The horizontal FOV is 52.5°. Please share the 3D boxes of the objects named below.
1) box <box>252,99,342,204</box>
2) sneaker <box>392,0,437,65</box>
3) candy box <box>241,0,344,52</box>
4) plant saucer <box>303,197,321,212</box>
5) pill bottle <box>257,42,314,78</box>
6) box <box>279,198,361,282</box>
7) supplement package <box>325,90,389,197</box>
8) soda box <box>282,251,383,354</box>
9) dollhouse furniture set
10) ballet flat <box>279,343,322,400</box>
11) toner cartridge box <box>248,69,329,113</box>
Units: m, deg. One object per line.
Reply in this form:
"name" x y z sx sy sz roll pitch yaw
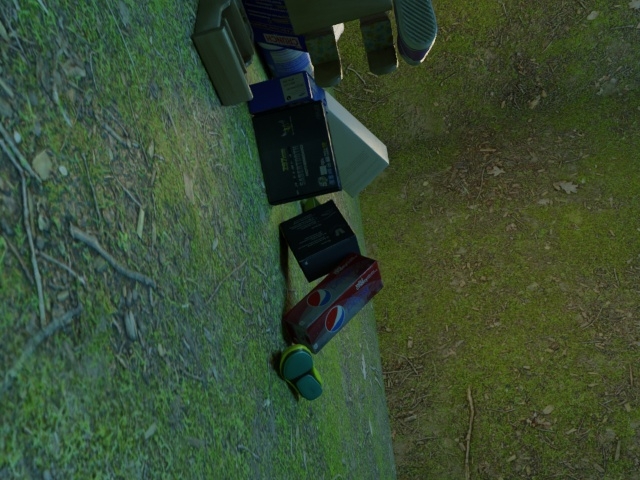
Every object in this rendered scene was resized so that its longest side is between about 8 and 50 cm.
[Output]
"box" -0.058 -0.219 1.635 0.059 0.183 0.232 19 60 -79
"sneaker" 0.199 -0.536 1.464 0.161 0.102 0.282 68 22 -82
"candy box" -0.098 -0.627 1.585 0.122 0.268 0.317 -61 156 -27
"plant saucer" -0.011 -0.038 2.132 0.188 0.045 0.188 41 37 -75
"pill bottle" -0.110 -0.594 1.931 0.272 0.152 0.152 63 17 -56
"box" 0.000 0.000 1.663 0.093 0.156 0.158 70 -8 -46
"supplement package" 0.063 -0.322 2.174 0.293 0.177 0.175 40 23 -18
"soda box" 0.034 0.145 1.550 0.263 0.083 0.092 -41 131 -30
"dollhouse furniture set" -0.047 -0.472 1.370 0.362 0.394 0.256 68 13 -46
"ballet flat" -0.051 0.273 1.411 0.077 0.077 0.231 58 -8 37
"toner cartridge box" -0.082 -0.383 1.778 0.348 0.165 0.075 -31 110 -80
